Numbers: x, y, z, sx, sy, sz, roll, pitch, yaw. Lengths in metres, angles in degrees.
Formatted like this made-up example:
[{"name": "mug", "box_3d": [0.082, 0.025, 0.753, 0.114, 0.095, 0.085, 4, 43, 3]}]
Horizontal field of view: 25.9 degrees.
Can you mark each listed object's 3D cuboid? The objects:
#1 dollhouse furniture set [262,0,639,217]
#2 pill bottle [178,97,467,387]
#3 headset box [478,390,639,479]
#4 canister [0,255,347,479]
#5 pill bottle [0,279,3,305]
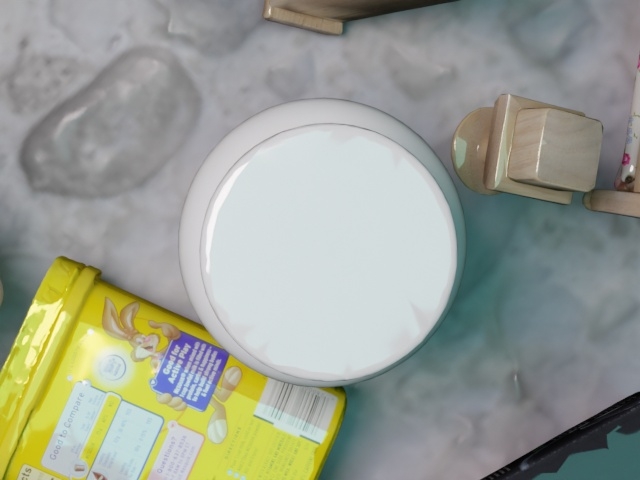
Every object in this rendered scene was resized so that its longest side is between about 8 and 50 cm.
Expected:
[{"name": "dollhouse furniture set", "box_3d": [0.171, -0.160, 0.745, 0.355, 0.173, 0.303, 9, 89, -27]}, {"name": "pill bottle", "box_3d": [0.000, 0.000, 0.654, 0.131, 0.229, 0.131, 0, 92, -2]}, {"name": "headset box", "box_3d": [0.100, 0.247, 0.693, 0.283, 0.131, 0.246, -27, 80, 0]}, {"name": "canister", "box_3d": [-0.085, 0.099, 0.734, 0.169, 0.073, 0.126, 24, 91, -4]}, {"name": "pill bottle", "box_3d": [-0.320, -0.053, 0.664, 0.188, 0.188, 0.334, -36, 93, 0]}]
